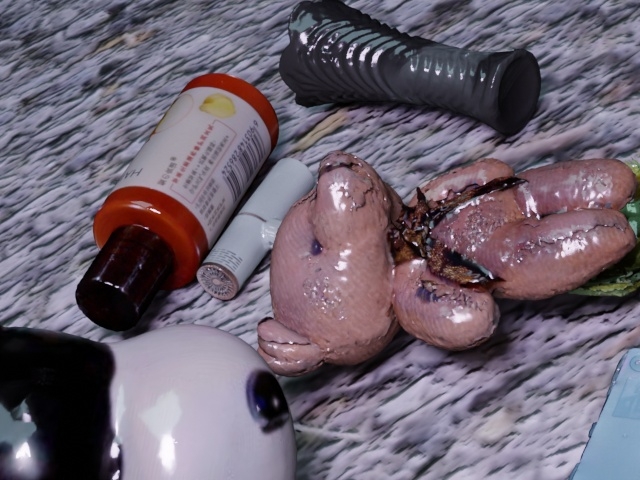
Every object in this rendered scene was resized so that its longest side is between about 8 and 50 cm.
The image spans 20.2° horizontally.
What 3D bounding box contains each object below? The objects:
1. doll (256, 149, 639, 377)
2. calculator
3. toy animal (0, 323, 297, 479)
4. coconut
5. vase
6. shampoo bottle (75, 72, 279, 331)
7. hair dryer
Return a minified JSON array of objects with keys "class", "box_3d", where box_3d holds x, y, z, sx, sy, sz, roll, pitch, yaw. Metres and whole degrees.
[{"class":"doll","box_3d":[0.085,-0.013,1.370,0.303,0.156,0.201,-19,32,24]},{"class":"calculator","box_3d":[0.210,0.137,1.240,0.057,0.018,0.172,0,40,32]},{"class":"toy animal","box_3d":[-0.151,0.163,1.258,0.266,0.213,0.212,2,31,-12]},{"class":"coconut","box_3d":[0.238,-0.013,1.395,0.158,0.055,0.133,-44,29,-8]},{"class":"vase","box_3d":[0.085,-0.156,1.656,0.237,0.115,0.115,18,51,38]},{"class":"shampoo bottle","box_3d":[-0.133,-0.030,1.601,0.104,0.104,0.278,-2,39,29]},{"class":"hair dryer","box_3d":[0.005,-0.005,1.551,0.183,0.044,0.155,6,44,29]}]
